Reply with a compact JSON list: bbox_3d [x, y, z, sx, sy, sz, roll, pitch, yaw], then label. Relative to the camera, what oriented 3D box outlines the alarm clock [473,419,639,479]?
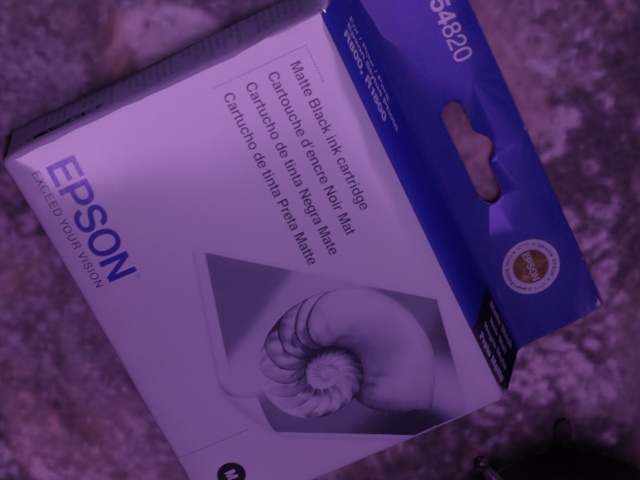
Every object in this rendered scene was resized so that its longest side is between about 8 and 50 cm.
[{"bbox_3d":[0.125,0.190,0.974,0.129,0.064,0.192,0,112,-6],"label":"alarm clock"}]

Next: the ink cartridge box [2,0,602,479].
[{"bbox_3d":[0.000,0.000,0.886,0.224,0.045,0.223,-26,114,5],"label":"ink cartridge box"}]
